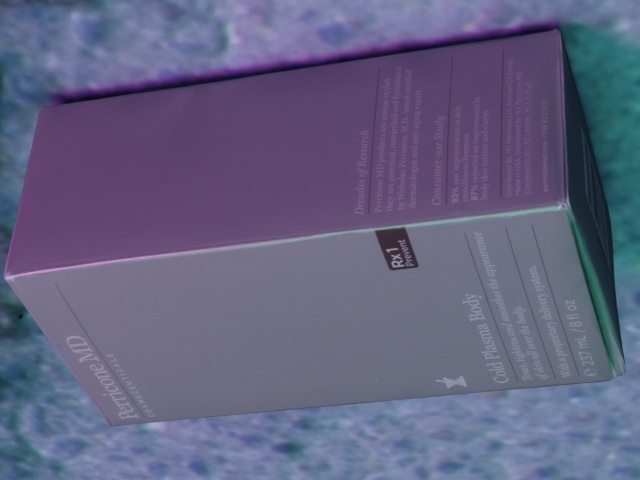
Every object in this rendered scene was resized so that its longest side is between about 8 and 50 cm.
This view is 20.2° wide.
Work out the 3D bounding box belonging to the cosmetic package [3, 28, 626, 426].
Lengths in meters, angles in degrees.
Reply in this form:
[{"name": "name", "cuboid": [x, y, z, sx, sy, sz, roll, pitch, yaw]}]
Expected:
[{"name": "cosmetic package", "cuboid": [0.000, 0.000, 0.768, 0.238, 0.107, 0.127, -10, 140, 15]}]
